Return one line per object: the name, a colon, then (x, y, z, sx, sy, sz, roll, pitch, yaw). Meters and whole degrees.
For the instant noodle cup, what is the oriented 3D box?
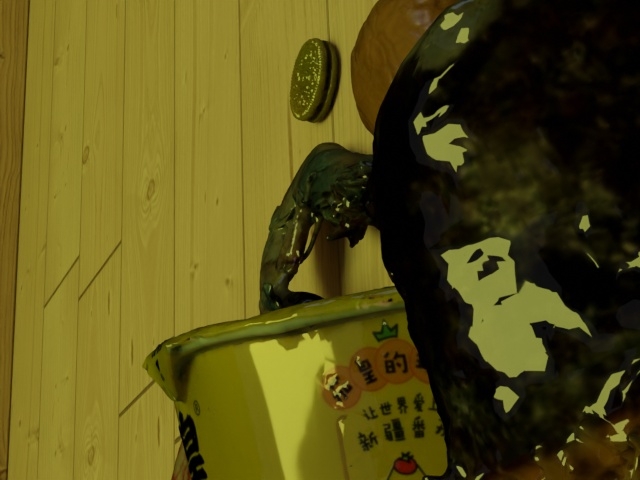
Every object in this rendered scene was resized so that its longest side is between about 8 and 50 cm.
instant noodle cup: (0.080, 0.165, 0.769, 0.325, 0.325, 0.254, 151, 114, -64)

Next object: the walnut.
walnut: (0.074, -0.136, 1.142, 0.167, 0.087, 0.211, -68, 26, 23)

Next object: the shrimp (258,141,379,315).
shrimp: (-0.007, -0.004, 1.269, 0.178, 0.075, 0.289, -64, 21, -1)

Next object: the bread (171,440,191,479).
bread: (-0.035, 0.235, 1.253, 0.328, 0.114, 0.295, 120, 149, -42)

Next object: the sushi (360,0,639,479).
sushi: (0.191, -0.012, 0.544, 0.234, 0.348, 0.207, 53, -163, -70)

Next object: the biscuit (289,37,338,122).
biscuit: (-0.007, -0.157, 1.434, 0.084, 0.023, 0.084, -171, 90, -70)
